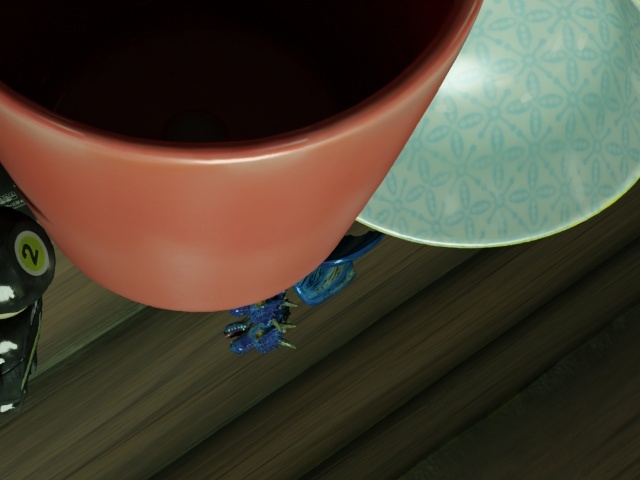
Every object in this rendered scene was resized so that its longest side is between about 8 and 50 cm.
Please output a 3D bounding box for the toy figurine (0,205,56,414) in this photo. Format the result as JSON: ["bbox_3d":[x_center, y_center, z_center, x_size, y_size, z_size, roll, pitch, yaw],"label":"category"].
[{"bbox_3d":[-0.260,0.018,0.838,0.210,0.213,0.148,-27,156,-25],"label":"toy figurine"}]

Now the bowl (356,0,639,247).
[{"bbox_3d":[0.111,-0.149,1.199,0.289,0.289,0.156,-54,-160,38],"label":"bowl"}]

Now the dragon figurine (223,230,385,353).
[{"bbox_3d":[0.000,0.000,1.410,0.289,0.144,0.085,-24,157,-39],"label":"dragon figurine"}]

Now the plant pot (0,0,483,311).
[{"bbox_3d":[-0.064,-0.099,0.836,0.275,0.275,0.243,-33,160,-18],"label":"plant pot"}]

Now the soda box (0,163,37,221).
[{"bbox_3d":[-0.264,-0.003,1.033,0.169,0.053,0.060,-25,158,-35],"label":"soda box"}]
